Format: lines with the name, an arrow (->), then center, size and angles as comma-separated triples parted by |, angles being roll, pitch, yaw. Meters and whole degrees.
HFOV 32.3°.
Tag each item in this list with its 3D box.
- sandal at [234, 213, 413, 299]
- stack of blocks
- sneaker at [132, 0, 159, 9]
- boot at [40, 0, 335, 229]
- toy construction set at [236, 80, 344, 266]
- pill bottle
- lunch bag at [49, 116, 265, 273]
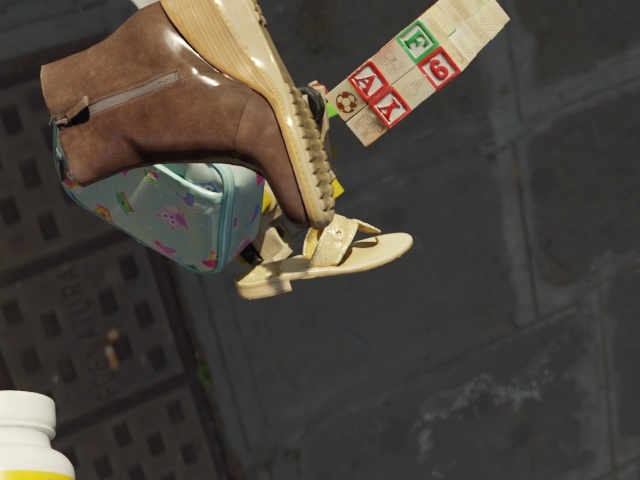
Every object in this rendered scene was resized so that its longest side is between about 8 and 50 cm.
sandal -> 0.002, 0.002, 1.402 | 0.240, 0.088, 0.079 | -17, 111, -11
stack of blocks -> 0.141, -0.254, 1.526 | 0.171, 0.297, 0.087 | -37, 95, 32
sneaker -> -0.174, -0.329, 1.423 | 0.292, 0.169, 0.108 | 41, 113, 10
boot -> -0.115, -0.088, 0.960 | 0.207, 0.090, 0.248 | -26, 79, 11
toy construction set -> -0.055, -0.065, 1.515 | 0.257, 0.309, 0.237 | -28, 95, 2
pill bottle -> -0.386, 0.359, 1.323 | 0.188, 0.188, 0.334 | 5, 64, -27
lunch bag -> -0.202, -0.100, 1.330 | 0.108, 0.279, 0.224 | -49, 161, -36
